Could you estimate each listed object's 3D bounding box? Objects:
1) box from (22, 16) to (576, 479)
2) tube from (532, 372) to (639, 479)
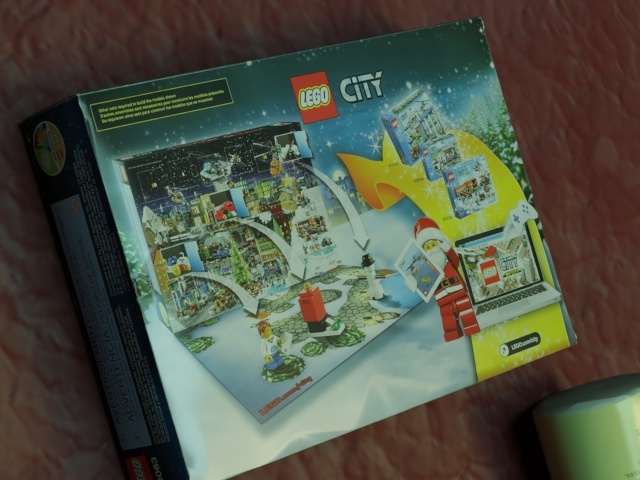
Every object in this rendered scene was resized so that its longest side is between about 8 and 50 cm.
[{"bbox_3d":[0.000,0.000,0.797,0.233,0.044,0.159,-16,88,-41],"label":"box"},{"bbox_3d":[0.162,0.183,0.877,0.070,0.062,0.240,-16,94,-1],"label":"tube"}]
